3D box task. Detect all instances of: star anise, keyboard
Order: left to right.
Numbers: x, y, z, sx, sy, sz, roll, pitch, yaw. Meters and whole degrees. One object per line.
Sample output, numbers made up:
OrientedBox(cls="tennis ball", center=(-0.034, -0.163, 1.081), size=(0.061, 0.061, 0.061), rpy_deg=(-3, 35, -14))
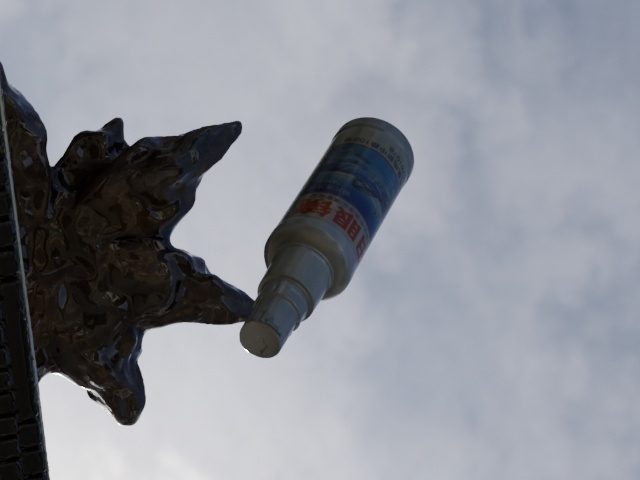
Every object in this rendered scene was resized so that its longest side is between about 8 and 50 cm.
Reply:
OrientedBox(cls="keyboard", center=(-0.207, 0.011, 1.032), size=(0.027, 0.106, 0.317), rpy_deg=(-142, -136, -60))
OrientedBox(cls="star anise", center=(-0.188, -0.005, 1.339), size=(0.108, 0.315, 0.315), rpy_deg=(-138, -141, -81))

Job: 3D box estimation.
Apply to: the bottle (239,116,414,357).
OrientedBox(cls="bottle", center=(0.000, 0.000, 1.200), size=(0.060, 0.217, 0.060), rpy_deg=(12, -52, 16))
